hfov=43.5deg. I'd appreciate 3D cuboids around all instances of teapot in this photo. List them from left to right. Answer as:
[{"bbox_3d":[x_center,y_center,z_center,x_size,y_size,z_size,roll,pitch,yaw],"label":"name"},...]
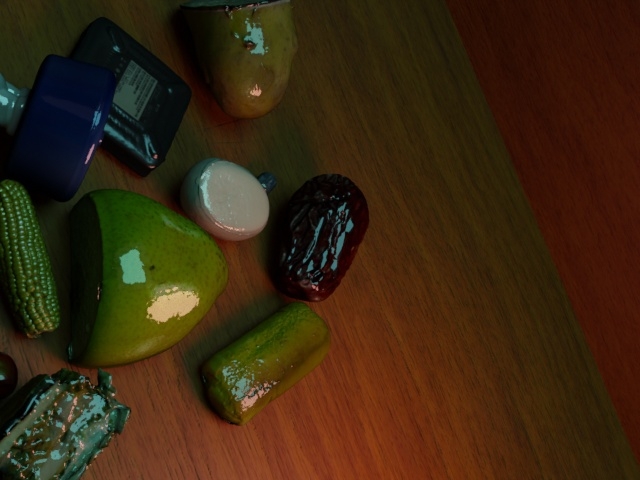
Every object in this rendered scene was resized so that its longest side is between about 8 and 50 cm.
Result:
[{"bbox_3d":[-0.150,-0.143,2.018,0.064,0.049,0.083,54,41,-13],"label":"teapot"}]

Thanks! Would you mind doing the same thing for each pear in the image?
[{"bbox_3d":[-0.323,0.071,1.578,0.318,0.238,0.343,8,65,-36],"label":"pear"}]

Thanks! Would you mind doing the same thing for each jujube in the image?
[{"bbox_3d":[0.000,0.000,2.012,0.216,0.216,0.342,40,51,-27],"label":"jujube"}]

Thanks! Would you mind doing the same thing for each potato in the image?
[{"bbox_3d":[-0.196,-0.474,2.044,0.397,0.289,0.296,-112,-164,-69],"label":"potato"}]

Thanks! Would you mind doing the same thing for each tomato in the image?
[{"bbox_3d":[-0.554,0.229,1.363,0.087,0.075,0.087,24,52,-35],"label":"tomato"}]

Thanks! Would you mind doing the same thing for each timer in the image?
[{"bbox_3d":[-0.596,-0.255,1.464,0.383,0.270,0.270,21,55,-22],"label":"timer"}]

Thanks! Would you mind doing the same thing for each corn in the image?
[{"bbox_3d":[-0.546,0.023,1.456,0.101,0.101,0.311,-10,78,-50],"label":"corn"}]

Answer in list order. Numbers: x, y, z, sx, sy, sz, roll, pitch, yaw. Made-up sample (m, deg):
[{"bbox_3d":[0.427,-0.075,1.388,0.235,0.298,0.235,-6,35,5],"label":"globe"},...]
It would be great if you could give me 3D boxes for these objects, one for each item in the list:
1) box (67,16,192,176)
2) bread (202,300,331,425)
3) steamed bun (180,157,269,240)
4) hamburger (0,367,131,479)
[{"bbox_3d":[-0.432,-0.322,1.776,0.289,0.073,0.290,40,46,-28],"label":"box"},{"bbox_3d":[-0.105,0.265,1.813,0.383,0.112,0.166,-31,95,-50],"label":"bread"},{"bbox_3d":[-0.226,-0.088,1.842,0.228,0.130,0.177,23,65,-41],"label":"steamed bun"},{"bbox_3d":[-0.461,0.328,1.345,0.167,0.192,0.288,45,69,-15],"label":"hamburger"}]
